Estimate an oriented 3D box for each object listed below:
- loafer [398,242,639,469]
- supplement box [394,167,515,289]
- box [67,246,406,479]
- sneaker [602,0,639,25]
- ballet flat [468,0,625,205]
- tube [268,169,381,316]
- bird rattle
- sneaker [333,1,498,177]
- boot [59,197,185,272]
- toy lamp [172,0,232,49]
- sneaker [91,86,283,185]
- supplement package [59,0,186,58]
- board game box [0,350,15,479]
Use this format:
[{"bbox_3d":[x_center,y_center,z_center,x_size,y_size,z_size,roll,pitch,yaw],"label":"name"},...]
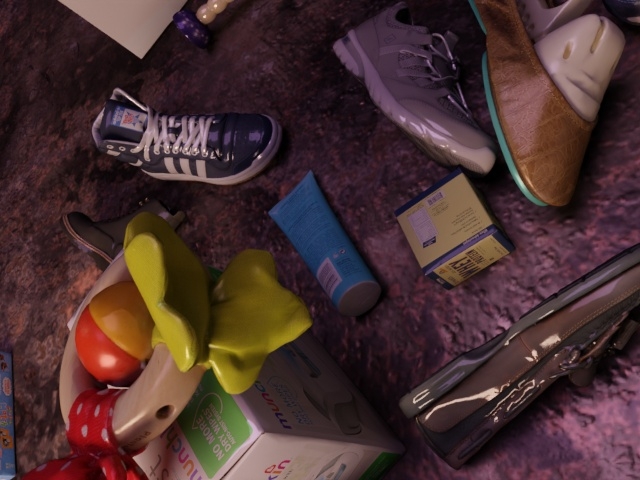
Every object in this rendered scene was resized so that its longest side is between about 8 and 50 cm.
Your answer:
[{"bbox_3d":[0.192,0.103,0.541,0.267,0.096,0.084,-40,72,24],"label":"loafer"},{"bbox_3d":[0.134,-0.011,0.637,0.083,0.056,0.083,-35,54,20],"label":"supplement box"},{"bbox_3d":[-0.086,0.146,0.619,0.127,0.231,0.262,-51,50,8],"label":"box"},{"bbox_3d":[0.372,-0.312,0.548,0.283,0.122,0.110,-35,54,20],"label":"sneaker"},{"bbox_3d":[0.220,-0.202,0.616,0.124,0.116,0.343,-32,49,40],"label":"ballet flat"},{"bbox_3d":[0.000,0.000,0.740,0.080,0.052,0.207,-41,47,9],"label":"tube"},{"bbox_3d":[-0.133,0.097,0.476,0.254,0.143,0.207,-59,38,12],"label":"bird rattle"},{"bbox_3d":[0.113,-0.181,0.693,0.115,0.105,0.281,-43,52,14],"label":"sneaker"},{"bbox_3d":[-0.298,-0.026,0.956,0.198,0.077,0.137,34,88,27],"label":"boot"},{"bbox_3d":[-0.110,-0.414,0.971,0.274,0.080,0.080,-40,53,18],"label":"toy lamp"},{"bbox_3d":[-0.198,-0.147,0.872,0.282,0.153,0.099,0,72,36],"label":"sneaker"},{"bbox_3d":[-0.378,-0.496,1.076,0.199,0.262,0.198,-48,51,9],"label":"supplement package"},{"bbox_3d":[-0.560,0.309,1.019,0.160,0.039,0.212,-34,55,20],"label":"board game box"}]
